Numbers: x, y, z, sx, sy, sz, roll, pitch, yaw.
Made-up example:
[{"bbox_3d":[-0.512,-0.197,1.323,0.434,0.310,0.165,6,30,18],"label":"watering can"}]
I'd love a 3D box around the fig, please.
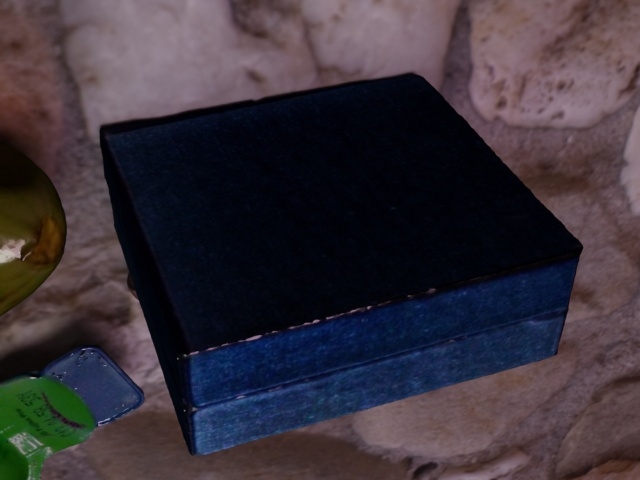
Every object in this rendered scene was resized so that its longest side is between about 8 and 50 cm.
[{"bbox_3d":[-0.255,-0.010,0.671,0.166,0.154,0.144,-4,180,20],"label":"fig"}]

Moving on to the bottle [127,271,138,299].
[{"bbox_3d":[-0.107,0.056,0.851,0.053,0.053,0.140,-42,131,11],"label":"bottle"}]

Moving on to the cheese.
[{"bbox_3d":[-0.312,0.190,0.840,0.320,0.083,0.204,-30,131,2],"label":"cheese"}]

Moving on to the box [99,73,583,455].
[{"bbox_3d":[0.000,0.000,0.715,0.279,0.261,0.116,-12,132,-17],"label":"box"}]
